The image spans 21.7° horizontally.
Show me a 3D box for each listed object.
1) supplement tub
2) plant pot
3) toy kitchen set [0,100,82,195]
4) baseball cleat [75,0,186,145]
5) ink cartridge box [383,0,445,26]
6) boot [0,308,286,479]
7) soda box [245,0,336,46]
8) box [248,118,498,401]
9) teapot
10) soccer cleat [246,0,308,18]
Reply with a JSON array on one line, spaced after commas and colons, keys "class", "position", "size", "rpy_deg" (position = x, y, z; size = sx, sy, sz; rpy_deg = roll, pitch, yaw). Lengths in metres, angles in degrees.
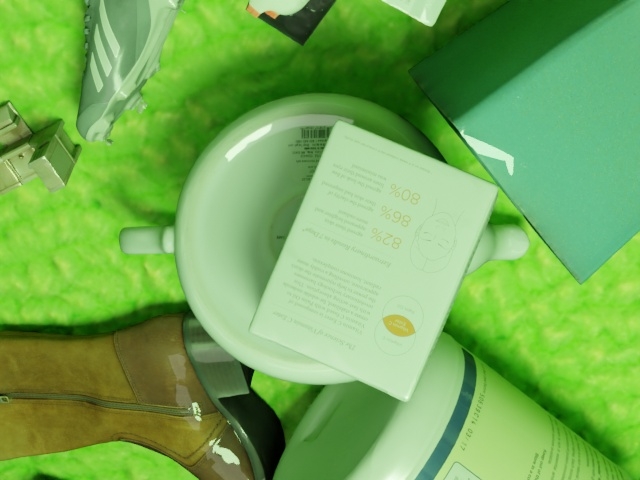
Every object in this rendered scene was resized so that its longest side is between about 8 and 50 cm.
[{"class": "supplement tub", "position": [0.142, 0.252, 1.481], "size": [0.325, 0.235, 0.235], "rpy_deg": [38, 119, -15]}, {"class": "plant pot", "position": [0.220, -0.124, 1.268], "size": [0.234, 0.165, 0.165], "rpy_deg": [-39, 111, 5]}, {"class": "toy kitchen set", "position": [-0.263, -0.073, 1.427], "size": [0.083, 0.075, 0.068], "rpy_deg": [-25, 114, 17]}, {"class": "baseball cleat", "position": [-0.170, -0.180, 1.363], "size": [0.109, 0.072, 0.206], "rpy_deg": [36, 119, 4]}, {"class": "ink cartridge box", "position": [0.015, -0.289, 1.215], "size": [0.232, 0.066, 0.189], "rpy_deg": [28, 88, -18]}, {"class": "boot", "position": [-0.184, 0.193, 1.573], "size": [0.280, 0.096, 0.264], "rpy_deg": [-8, 121, 14]}, {"class": "soda box", "position": [0.011, -0.237, 1.298], "size": [0.060, 0.053, 0.169], "rpy_deg": [32, 120, -11]}, {"class": "box", "position": [0.041, 0.015, 1.237], "size": [0.130, 0.091, 0.170], "rpy_deg": [24, 91, 6]}, {"class": "teapot", "position": [0.000, 0.000, 1.382], "size": [0.256, 0.187, 0.252], "rpy_deg": [45, 93, 4]}, {"class": "soccer cleat", "position": [-0.073, -0.253, 1.270], "size": [0.196, 0.068, 0.076], "rpy_deg": [46, 113, 9]}]
